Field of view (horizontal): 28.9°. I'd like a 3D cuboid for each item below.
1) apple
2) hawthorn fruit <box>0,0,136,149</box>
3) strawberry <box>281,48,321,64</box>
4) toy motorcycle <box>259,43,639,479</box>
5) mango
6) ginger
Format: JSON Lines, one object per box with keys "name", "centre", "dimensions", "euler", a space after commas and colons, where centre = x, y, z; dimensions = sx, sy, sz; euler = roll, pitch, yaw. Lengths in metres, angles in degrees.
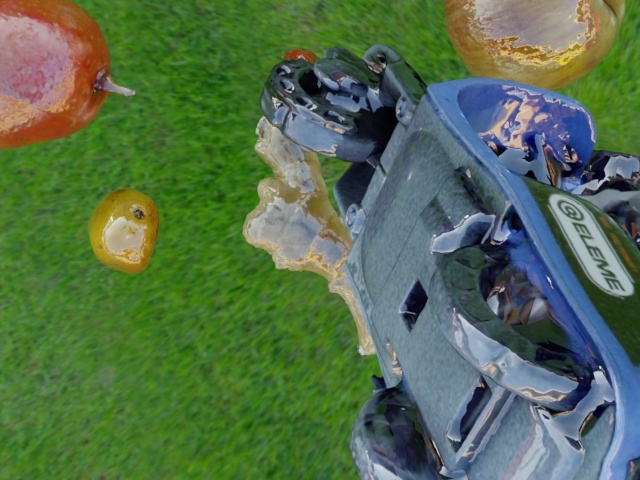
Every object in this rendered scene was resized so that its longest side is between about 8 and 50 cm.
{"name": "apple", "centre": [0.246, -0.274, 1.425], "dimensions": [0.188, 0.211, 0.211], "euler": [-10, 93, 34]}
{"name": "hawthorn fruit", "centre": [-0.319, -0.193, 1.414], "dimensions": [0.226, 0.196, 0.196], "euler": [12, 97, 1]}
{"name": "strawberry", "centre": [-0.010, -0.173, 1.452], "dimensions": [0.048, 0.152, 0.103], "euler": [-8, 93, 19]}
{"name": "toy motorcycle", "centre": [0.099, 0.019, 0.576], "dimensions": [0.213, 0.358, 0.125], "euler": [9, 125, -26]}
{"name": "mango", "centre": [-0.187, -0.010, 1.170], "dimensions": [0.061, 0.114, 0.080], "euler": [14, 85, -21]}
{"name": "ginger", "centre": [0.000, 0.000, 1.559], "dimensions": [0.148, 0.081, 0.333], "euler": [-42, 103, -27]}
